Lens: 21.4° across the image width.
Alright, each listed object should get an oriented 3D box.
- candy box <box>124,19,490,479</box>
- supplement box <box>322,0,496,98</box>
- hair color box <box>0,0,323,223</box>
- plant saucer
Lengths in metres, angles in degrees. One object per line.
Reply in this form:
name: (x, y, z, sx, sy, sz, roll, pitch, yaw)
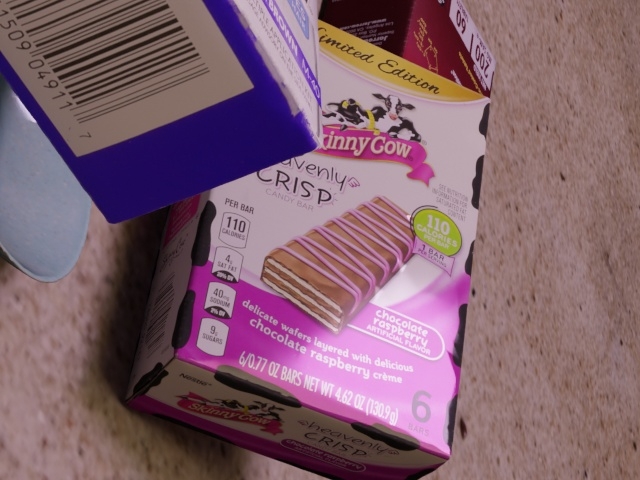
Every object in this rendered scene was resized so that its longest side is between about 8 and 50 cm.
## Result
candy box: (0.000, 0.000, 0.909, 0.159, 0.071, 0.233, 22, 55, -20)
supplement box: (0.047, -0.065, 1.102, 0.130, 0.073, 0.239, 53, 39, -44)
hair color box: (-0.083, -0.192, 0.757, 0.339, 0.110, 0.185, -95, 159, -48)
plant saucer: (-0.146, -0.075, 0.728, 0.195, 0.037, 0.195, -8, 90, -80)
